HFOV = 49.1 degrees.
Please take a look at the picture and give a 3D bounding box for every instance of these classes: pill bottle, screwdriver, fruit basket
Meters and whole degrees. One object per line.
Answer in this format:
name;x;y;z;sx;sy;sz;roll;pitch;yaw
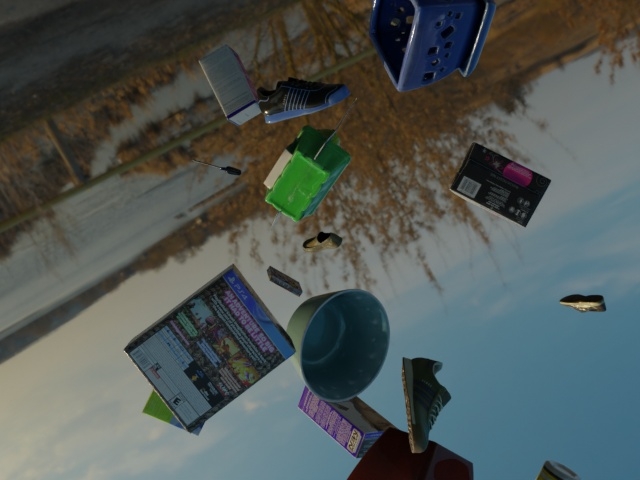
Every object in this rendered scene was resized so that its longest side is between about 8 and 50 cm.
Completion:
pill bottle;0.591;0.673;1.814;0.103;0.103;0.184;-94;-151;-84
screwdriver;-0.305;-0.213;2.059;0.170;0.025;0.024;6;-161;-39
fruit basket;-0.028;-0.224;1.952;0.327;0.165;0.353;-53;-169;34

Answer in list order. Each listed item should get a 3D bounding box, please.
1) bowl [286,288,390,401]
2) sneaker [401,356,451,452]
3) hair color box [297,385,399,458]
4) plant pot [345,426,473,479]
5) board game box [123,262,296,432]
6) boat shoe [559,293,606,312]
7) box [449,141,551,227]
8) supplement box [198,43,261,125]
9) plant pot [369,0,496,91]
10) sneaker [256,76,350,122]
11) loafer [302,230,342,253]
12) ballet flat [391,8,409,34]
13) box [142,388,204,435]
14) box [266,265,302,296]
bowl;0.024;0.271;1.936;0.311;0.311;0.163;-33;-153;-29
sneaker;0.200;0.296;1.293;0.086;0.064;0.192;-2;-133;1
hair color box;0.096;0.636;2.510;0.185;0.110;0.339;9;-164;-43
plant pot;0.249;0.647;1.847;0.267;0.267;0.236;1;-119;52
board game box;-0.241;0.232;1.555;0.291;0.232;0.141;-36;-173;-4
boat shoe;0.766;0.189;2.051;0.056;0.049;0.152;-30;-169;-24
box;0.526;-0.166;2.079;0.163;0.247;0.142;-63;174;11
supplement box;-0.285;-0.500;2.261;0.114;0.220;0.111;-29;173;10
plant pot;0.254;-0.504;1.588;0.212;0.236;0.236;-9;144;-15
sneaker;-0.047;-0.356;1.699;0.232;0.090;0.081;-13;-157;19
loafer;0.000;0.000;2.115;0.148;0.050;0.056;-13;-141;37
ballet flat;0.213;-0.753;2.190;0.058;0.250;0.084;-29;-165;28
box;-0.416;0.487;2.050;0.109;0.178;0.042;-63;-169;2
box;-0.134;0.152;2.617;0.027;0.137;0.094;-55;-159;12
